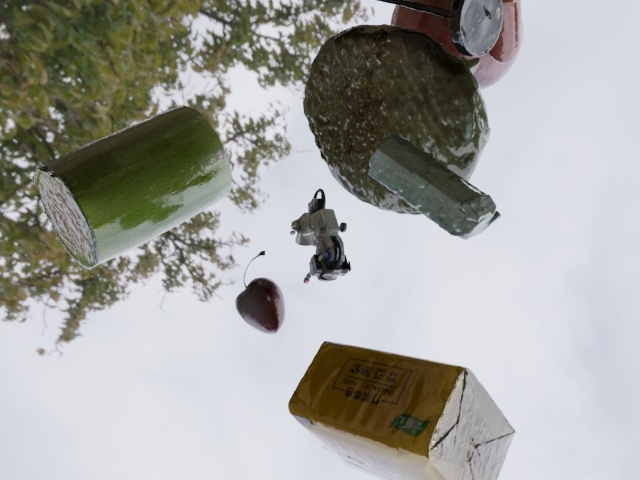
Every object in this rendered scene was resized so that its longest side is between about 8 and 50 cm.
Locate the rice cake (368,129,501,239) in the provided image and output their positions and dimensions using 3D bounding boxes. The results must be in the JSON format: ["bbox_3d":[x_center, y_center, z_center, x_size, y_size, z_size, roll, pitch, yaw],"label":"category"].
[{"bbox_3d":[0.153,-0.076,0.803,0.206,0.063,0.069,38,-137,25],"label":"rice cake"}]

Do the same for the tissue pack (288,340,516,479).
[{"bbox_3d":[0.169,0.390,1.218,0.381,0.293,0.228,0,-132,44],"label":"tissue pack"}]

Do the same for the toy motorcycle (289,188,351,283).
[{"bbox_3d":[0.000,0.000,1.298,0.102,0.150,0.221,4,-129,-26],"label":"toy motorcycle"}]

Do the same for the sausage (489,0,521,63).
[{"bbox_3d":[0.320,-0.380,0.993,0.062,0.154,0.062,-9,-121,15],"label":"sausage"}]

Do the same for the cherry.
[{"bbox_3d":[-0.128,0.141,1.358,0.188,0.115,0.148,-45,-135,39],"label":"cherry"}]

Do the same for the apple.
[{"bbox_3d":[0.348,-0.534,1.418,0.344,0.344,0.270,35,-77,34],"label":"apple"}]

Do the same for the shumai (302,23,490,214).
[{"bbox_3d":[0.191,-0.247,1.092,0.323,0.324,0.397,-21,-145,-41],"label":"shumai"}]

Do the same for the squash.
[{"bbox_3d":[-0.430,-0.132,1.332,0.263,0.263,0.384,31,-130,34],"label":"squash"}]

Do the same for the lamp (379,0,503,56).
[{"bbox_3d":[0.114,-0.411,0.906,0.371,0.109,0.130,37,-117,26],"label":"lamp"}]
